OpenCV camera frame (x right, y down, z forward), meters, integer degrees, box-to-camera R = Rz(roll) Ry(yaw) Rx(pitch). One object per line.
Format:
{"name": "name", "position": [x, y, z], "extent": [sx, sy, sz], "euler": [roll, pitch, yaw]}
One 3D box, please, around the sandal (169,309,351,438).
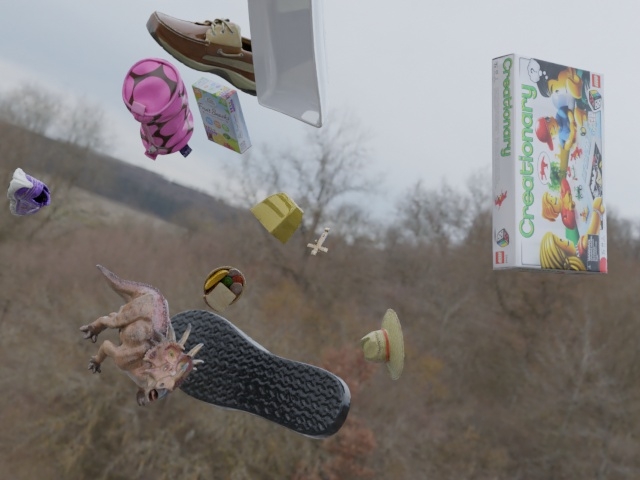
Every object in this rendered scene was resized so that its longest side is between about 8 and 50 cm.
{"name": "sandal", "position": [-0.135, 0.275, 1.973], "extent": [0.445, 0.167, 0.107], "euler": [23, -10, 29]}

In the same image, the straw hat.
{"name": "straw hat", "position": [0.108, 0.202, 1.896], "extent": [0.061, 0.144, 0.144], "euler": [-3, 6, -13]}

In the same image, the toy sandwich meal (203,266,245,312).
{"name": "toy sandwich meal", "position": [-0.172, 0.087, 1.787], "extent": [0.085, 0.085, 0.029], "euler": [19, 13, -23]}

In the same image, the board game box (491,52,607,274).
{"name": "board game box", "position": [0.334, -0.106, 1.456], "extent": [0.193, 0.305, 0.053], "euler": [4, -6, -34]}

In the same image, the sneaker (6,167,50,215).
{"name": "sneaker", "position": [-0.526, -0.075, 1.823], "extent": [0.071, 0.068, 0.170], "euler": [23, -13, -5]}

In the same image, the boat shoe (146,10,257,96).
{"name": "boat shoe", "position": [-0.220, -0.424, 2.146], "extent": [0.324, 0.120, 0.122], "euler": [19, 29, -43]}

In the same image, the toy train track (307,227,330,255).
{"name": "toy train track", "position": [0.000, 0.000, 2.223], "extent": [0.048, 0.083, 0.014], "euler": [16, -38, 19]}

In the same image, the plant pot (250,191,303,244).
{"name": "plant pot", "position": [-0.087, -0.056, 2.180], "extent": [0.081, 0.083, 0.081], "euler": [47, 2, 28]}

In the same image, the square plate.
{"name": "square plate", "position": [-0.061, -0.410, 1.916], "extent": [0.049, 0.344, 0.347], "euler": [-11, 19, -21]}

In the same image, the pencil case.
{"name": "pencil case", "position": [-0.236, -0.187, 1.456], "extent": [0.095, 0.098, 0.209], "euler": [37, -10, 7]}

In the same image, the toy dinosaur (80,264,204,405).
{"name": "toy dinosaur", "position": [-0.299, 0.161, 1.732], "extent": [0.200, 0.296, 0.127], "euler": [-31, -28, 31]}

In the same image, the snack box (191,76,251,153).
{"name": "snack box", "position": [-0.198, -0.250, 2.012], "extent": [0.100, 0.037, 0.141], "euler": [25, -35, 33]}
